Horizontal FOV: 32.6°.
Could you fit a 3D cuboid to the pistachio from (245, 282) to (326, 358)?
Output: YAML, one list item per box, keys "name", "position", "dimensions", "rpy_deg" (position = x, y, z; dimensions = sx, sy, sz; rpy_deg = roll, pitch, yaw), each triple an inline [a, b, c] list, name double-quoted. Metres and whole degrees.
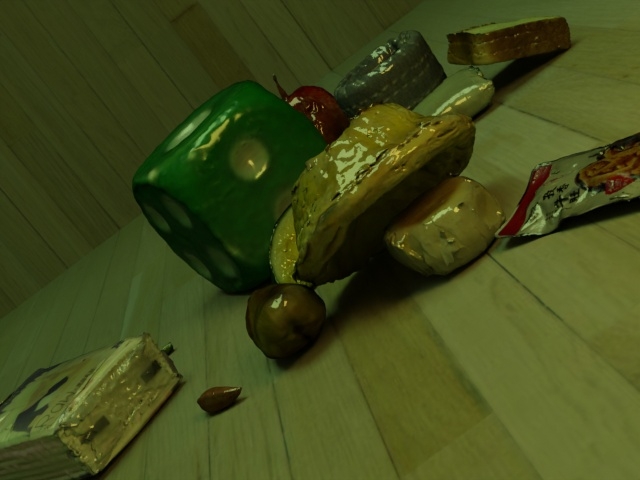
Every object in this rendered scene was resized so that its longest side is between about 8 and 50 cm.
- name: "pistachio"
  position: [-0.046, 0.108, 1.530]
  dimensions: [0.110, 0.100, 0.189]
  rpy_deg: [-17, 1, -14]

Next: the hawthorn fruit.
- name: "hawthorn fruit"
  position: [-0.040, -0.252, 2.342]
  dimensions: [0.207, 0.243, 0.207]
  rpy_deg: [-33, 17, 12]

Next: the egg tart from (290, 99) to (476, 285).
- name: "egg tart"
  position: [0.067, -0.076, 1.526]
  dimensions: [0.345, 0.132, 0.345]
  rpy_deg: [-41, -14, -13]

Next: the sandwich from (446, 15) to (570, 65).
- name: "sandwich"
  position: [0.342, -0.371, 2.029]
  dimensions: [0.186, 0.065, 0.215]
  rpy_deg: [-14, 12, -12]

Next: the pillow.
- name: "pillow"
  position: [0.229, -0.239, 1.990]
  dimensions: [0.181, 0.078, 0.134]
  rpy_deg: [-37, 15, 5]

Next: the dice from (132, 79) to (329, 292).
- name: "dice"
  position: [-0.145, -0.095, 1.999]
  dimensions: [0.287, 0.300, 0.297]
  rpy_deg: [-47, 18, -22]

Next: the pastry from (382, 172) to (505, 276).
- name: "pastry"
  position: [0.161, -0.018, 1.437]
  dimensions: [0.166, 0.088, 0.166]
  rpy_deg: [-34, 13, 9]

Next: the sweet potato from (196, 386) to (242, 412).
- name: "sweet potato"
  position: [-0.143, 0.221, 1.528]
  dimensions: [0.095, 0.034, 0.034]
  rpy_deg: [-25, 19, 42]

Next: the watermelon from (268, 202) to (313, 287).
- name: "watermelon"
  position: [0.000, 0.000, 1.814]
  dimensions: [0.129, 0.123, 0.301]
  rpy_deg: [19, 50, 34]

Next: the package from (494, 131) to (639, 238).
- name: "package"
  position: [0.326, -0.068, 1.316]
  dimensions: [0.239, 0.030, 0.154]
  rpy_deg: [-19, 25, 49]

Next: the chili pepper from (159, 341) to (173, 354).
- name: "chili pepper"
  position: [-0.292, 0.211, 1.934]
  dimensions: [0.083, 0.022, 0.027]
  rpy_deg: [-42, 13, -32]

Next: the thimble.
- name: "thimble"
  position: [0.150, -0.293, 2.173]
  dimensions: [0.205, 0.172, 0.236]
  rpy_deg: [-27, 20, 26]

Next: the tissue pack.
- name: "tissue pack"
  position: [-0.406, 0.285, 1.769]
  dimensions: [0.344, 0.125, 0.242]
  rpy_deg: [-20, 21, 43]
